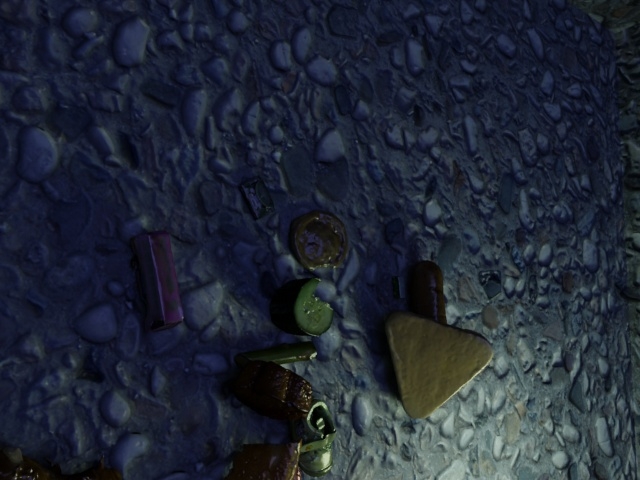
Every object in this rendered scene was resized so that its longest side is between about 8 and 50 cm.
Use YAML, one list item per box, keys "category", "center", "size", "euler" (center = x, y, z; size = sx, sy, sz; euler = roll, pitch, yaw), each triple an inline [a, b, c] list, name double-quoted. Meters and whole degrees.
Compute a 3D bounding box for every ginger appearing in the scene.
- category: "ginger"
  center: [-0.627, 0.593, 1.401]
  size: [0.418, 0.176, 0.254]
  euler: [48, 60, -28]

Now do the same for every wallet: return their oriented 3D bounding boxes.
- category: "wallet"
  center: [-0.200, -0.139, 1.930]
  size: [0.088, 0.026, 0.129]
  euler: [-31, 100, -34]

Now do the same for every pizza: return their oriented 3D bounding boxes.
- category: "pizza"
  center: [-0.191, 0.699, 1.709]
  size: [0.182, 0.074, 0.365]
  euler: [33, 75, 13]

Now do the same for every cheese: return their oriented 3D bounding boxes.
- category: "cheese"
  center: [0.376, 0.449, 2.098]
  size: [0.383, 0.104, 0.384]
  euler: [0, 90, 8]

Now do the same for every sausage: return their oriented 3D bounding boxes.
- category: "sausage"
  center: [0.412, 0.322, 2.215]
  size: [0.136, 0.123, 0.501]
  euler: [3, 78, -57]

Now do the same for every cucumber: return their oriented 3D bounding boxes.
- category: "cucumber"
  center: [-0.056, 0.222, 1.906]
  size: [0.191, 0.130, 0.191]
  euler: [5, 82, -37]

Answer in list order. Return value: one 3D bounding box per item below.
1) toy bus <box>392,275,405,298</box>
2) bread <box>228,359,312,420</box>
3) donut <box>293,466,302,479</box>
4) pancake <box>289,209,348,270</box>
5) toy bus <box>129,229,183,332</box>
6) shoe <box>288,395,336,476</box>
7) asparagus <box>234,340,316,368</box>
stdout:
- category: "toy bus"
  center: [0.289, 0.173, 2.207]
  size: [0.031, 0.037, 0.083]
  euler: [1, 80, -35]
- category: "bread"
  center: [-0.128, 0.448, 1.743]
  size: [0.135, 0.232, 0.247]
  euler: [-67, 148, -25]
- category: "donut"
  center: [-0.111, 0.742, 1.803]
  size: [0.117, 0.065, 0.166]
  euler: [51, 59, -16]
- category: "pancake"
  center: [0.000, 0.000, 2.035]
  size: [0.236, 0.042, 0.223]
  euler: [19, 73, -30]
- category: "toy bus"
  center: [-0.453, 0.114, 1.659]
  size: [0.090, 0.112, 0.274]
  euler: [-9, 86, -44]
- category: "shoe"
  center: [-0.028, 0.605, 1.857]
  size: [0.140, 0.128, 0.262]
  euler: [-13, 83, -30]
- category: "asparagus"
  center: [-0.133, 0.359, 1.863]
  size: [0.277, 0.060, 0.067]
  euler: [-5, 95, -35]
